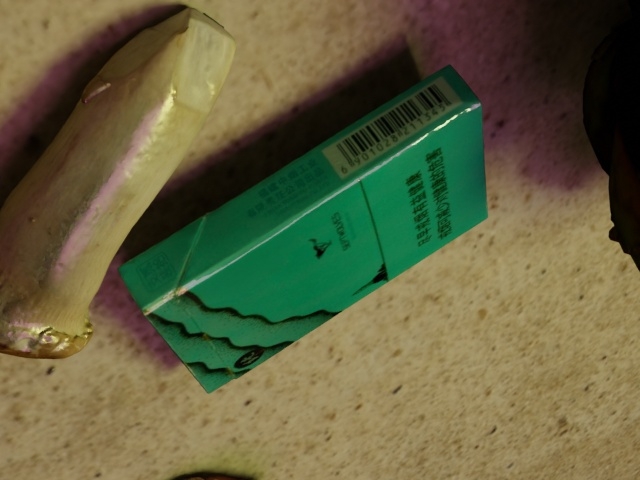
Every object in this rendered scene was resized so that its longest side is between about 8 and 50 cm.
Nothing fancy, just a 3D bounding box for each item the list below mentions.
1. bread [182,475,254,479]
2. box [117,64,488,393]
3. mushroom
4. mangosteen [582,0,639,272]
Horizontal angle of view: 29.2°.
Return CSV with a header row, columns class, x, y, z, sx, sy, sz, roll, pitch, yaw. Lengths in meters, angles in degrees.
class,x,y,z,sx,sy,sz,roll,pitch,yaw
bread,-0.074,0.223,0.940,0.119,0.067,0.192,-43,141,20
box,0.000,0.000,0.761,0.226,0.042,0.161,-32,154,-5
mushroom,-0.116,-0.027,0.646,0.084,0.071,0.209,32,105,-19
mangosteen,0.344,-0.101,0.691,0.381,0.381,0.421,-28,155,-11
